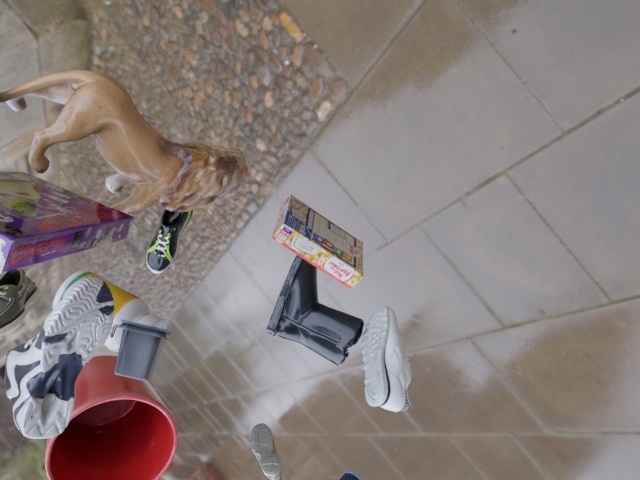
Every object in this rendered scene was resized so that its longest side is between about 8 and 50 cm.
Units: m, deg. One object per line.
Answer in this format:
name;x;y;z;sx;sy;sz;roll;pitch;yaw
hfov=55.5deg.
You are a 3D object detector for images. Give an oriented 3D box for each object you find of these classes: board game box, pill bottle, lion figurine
board game box;-0.420;-0.039;0.837;0.208;0.056;0.347;26;-172;1
board game box;0.000;0.000;1.245;0.194;0.146;0.045;34;114;-12
pill bottle;-0.421;0.153;1.227;0.209;0.117;0.117;26;148;15
lion figurine;-0.308;-0.158;0.974;0.240;0.142;0.392;-23;145;20

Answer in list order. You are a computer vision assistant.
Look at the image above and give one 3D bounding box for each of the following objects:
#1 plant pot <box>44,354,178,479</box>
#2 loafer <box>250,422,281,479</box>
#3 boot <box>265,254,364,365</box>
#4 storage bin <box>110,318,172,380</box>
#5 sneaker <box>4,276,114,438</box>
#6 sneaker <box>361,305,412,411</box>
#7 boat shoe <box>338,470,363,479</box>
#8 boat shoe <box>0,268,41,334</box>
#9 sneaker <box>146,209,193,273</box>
plant pot;-0.480;0.401;1.365;0.243;0.275;0.274;38;157;57
loafer;-0.100;0.395;1.122;0.125;0.045;0.039;-124;20;-56
boot;0.007;0.149;1.393;0.207;0.094;0.246;22;107;2
storage bin;-0.320;0.192;1.057;0.098;0.091;0.135;15;166;-9
sneaker;-0.398;0.154;0.897;0.153;0.234;0.094;15;179;43
sneaker;0.152;0.258;1.337;0.095;0.235;0.090;18;148;-22
boat shoe;0.133;0.690;1.534;0.258;0.089;0.109;15;139;52
boat shoe;-0.754;0.149;1.446;0.305;0.109;0.091;-126;11;-71
sneaker;-0.438;-0.023;1.709;0.084;0.234;0.097;18;172;9
